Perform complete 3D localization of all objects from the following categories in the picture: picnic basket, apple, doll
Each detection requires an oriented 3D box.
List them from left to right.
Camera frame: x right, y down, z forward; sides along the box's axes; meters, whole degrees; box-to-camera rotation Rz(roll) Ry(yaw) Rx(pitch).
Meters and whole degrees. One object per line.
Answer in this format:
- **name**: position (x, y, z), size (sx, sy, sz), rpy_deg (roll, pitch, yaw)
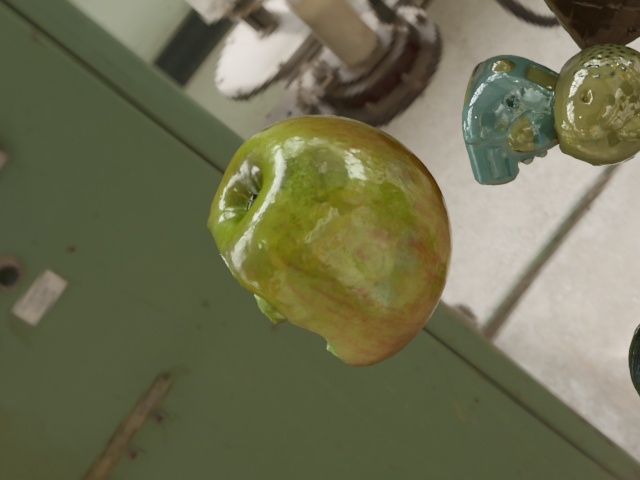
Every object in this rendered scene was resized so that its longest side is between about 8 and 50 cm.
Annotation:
- **apple**: position (0.000, 0.000, 1.230), size (0.246, 0.226, 0.246), rpy_deg (-19, 62, 41)
- **doll**: position (0.331, -0.178, 1.670), size (0.260, 0.161, 0.177), rpy_deg (-1, 35, 25)
- **picnic basket**: position (0.391, -0.457, 1.781), size (0.254, 0.291, 0.321), rpy_deg (-27, 38, 21)

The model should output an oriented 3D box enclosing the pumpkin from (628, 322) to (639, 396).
- **pumpkin**: position (0.494, 0.154, 1.460), size (0.248, 0.248, 0.248), rpy_deg (-31, 39, 29)
